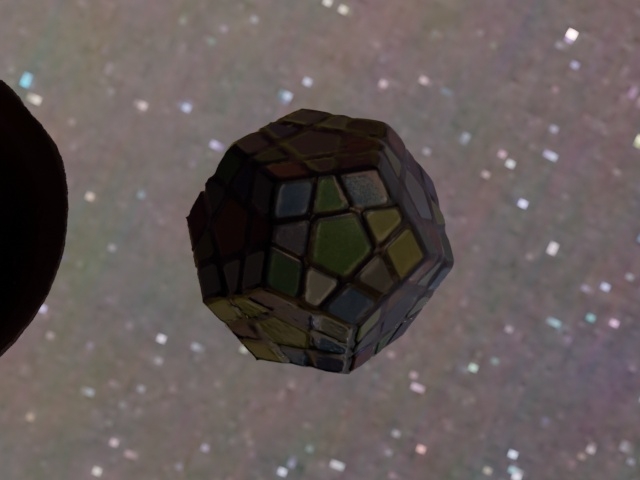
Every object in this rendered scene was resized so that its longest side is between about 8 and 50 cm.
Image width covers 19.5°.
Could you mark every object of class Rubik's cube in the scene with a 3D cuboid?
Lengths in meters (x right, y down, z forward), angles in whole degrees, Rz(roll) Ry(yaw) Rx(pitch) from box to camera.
[{"bbox_3d":[0.000,0.000,0.919,0.112,0.133,0.133,44,-64,19],"label":"Rubik's cube"}]

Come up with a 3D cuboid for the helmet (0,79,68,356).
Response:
[{"bbox_3d":[-0.188,0.002,0.748,0.175,0.155,0.106,-29,176,-12],"label":"helmet"}]
